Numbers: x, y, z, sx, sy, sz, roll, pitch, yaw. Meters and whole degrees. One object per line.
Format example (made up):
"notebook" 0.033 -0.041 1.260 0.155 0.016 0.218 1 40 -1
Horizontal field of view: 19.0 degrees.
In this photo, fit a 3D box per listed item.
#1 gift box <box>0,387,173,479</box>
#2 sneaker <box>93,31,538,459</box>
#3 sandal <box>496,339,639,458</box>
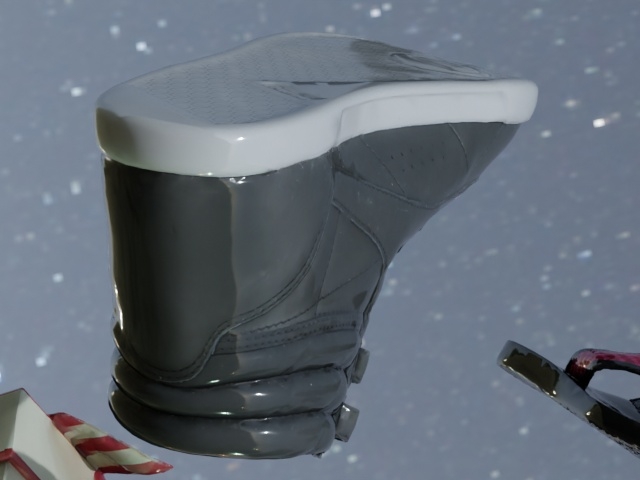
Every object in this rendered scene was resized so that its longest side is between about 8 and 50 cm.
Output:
"gift box" -0.186 0.243 1.036 0.258 0.276 0.255 -90 159 -44
"sneaker" -0.001 0.000 0.772 0.104 0.295 0.147 14 -73 25
"sandal" 0.125 0.062 0.752 0.040 0.067 0.179 -56 -155 0
